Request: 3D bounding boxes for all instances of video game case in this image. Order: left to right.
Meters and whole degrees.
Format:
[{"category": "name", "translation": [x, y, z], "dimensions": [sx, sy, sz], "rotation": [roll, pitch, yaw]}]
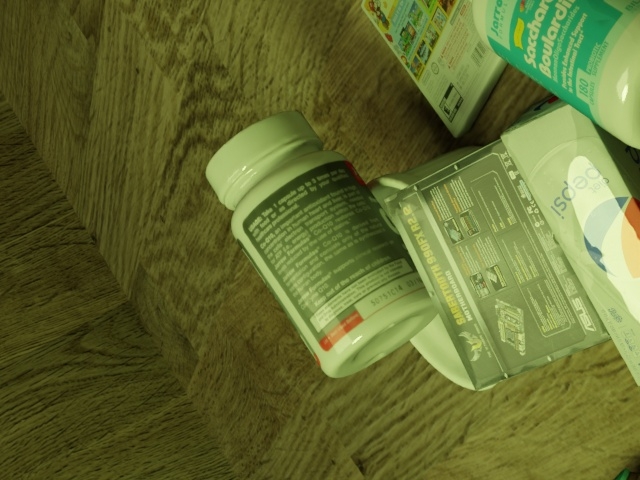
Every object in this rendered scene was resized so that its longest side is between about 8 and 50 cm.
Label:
[{"category": "video game case", "translation": [0.131, -0.249, 1.703], "dimensions": [0.206, 0.026, 0.227], "rotation": [56, 159, 14]}]

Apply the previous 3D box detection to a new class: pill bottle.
[{"category": "pill bottle", "translation": [0.000, 0.000, 1.741], "dimensions": [0.283, 0.161, 0.161], "rotation": [56, 158, 15]}, {"category": "pill bottle", "translation": [0.235, -0.200, 1.358], "dimensions": [0.264, 0.146, 0.146], "rotation": [42, 151, 41]}]

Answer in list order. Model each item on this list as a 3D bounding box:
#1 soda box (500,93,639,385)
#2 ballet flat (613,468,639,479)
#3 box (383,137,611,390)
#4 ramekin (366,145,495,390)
[{"category": "soda box", "translation": [0.289, -0.010, 1.464], "dimensions": [0.091, 0.098, 0.286], "rotation": [-25, 99, 32]}, {"category": "ballet flat", "translation": [0.355, 0.377, 1.873], "dimensions": [0.124, 0.116, 0.342], "rotation": [39, 151, 6]}, {"category": "box", "translation": [0.191, 0.020, 1.568], "dimensions": [0.183, 0.056, 0.231], "rotation": [-28, 87, 40]}, {"category": "ramekin", "translation": [0.176, 0.024, 1.779], "dimensions": [0.277, 0.135, 0.277], "rotation": [49, 156, 31]}]
